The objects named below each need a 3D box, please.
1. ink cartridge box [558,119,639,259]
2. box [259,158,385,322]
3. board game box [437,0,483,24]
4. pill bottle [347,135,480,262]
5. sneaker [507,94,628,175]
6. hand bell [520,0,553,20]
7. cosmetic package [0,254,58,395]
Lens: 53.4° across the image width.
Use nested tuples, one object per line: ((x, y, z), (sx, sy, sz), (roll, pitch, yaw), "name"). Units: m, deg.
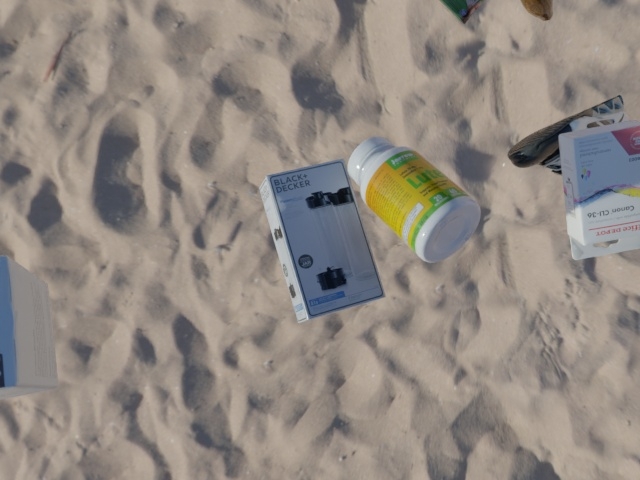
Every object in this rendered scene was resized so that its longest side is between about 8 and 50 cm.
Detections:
((0.422, -0.065, 0.927), (0.115, 0.067, 0.198), (-11, 105, 4), "ink cartridge box")
((0.000, 0.000, 1.253), (0.169, 0.087, 0.290), (-13, 81, -16), "box")
((0.219, -0.483, 0.962), (0.213, 0.317, 0.046), (-50, 61, 18), "board game box")
((0.159, -0.085, 1.158), (0.136, 0.136, 0.245), (-48, 54, 9), "pill bottle")
((0.495, -0.170, 1.208), (0.330, 0.122, 0.146), (-23, 92, -31), "sneaker")
((0.260, -0.356, 0.841), (0.126, 0.242, 0.126), (-13, 68, 34), "hand bell")
((-0.423, 0.119, 0.772), (0.151, 0.183, 0.151), (-9, 77, -11), "cosmetic package")
